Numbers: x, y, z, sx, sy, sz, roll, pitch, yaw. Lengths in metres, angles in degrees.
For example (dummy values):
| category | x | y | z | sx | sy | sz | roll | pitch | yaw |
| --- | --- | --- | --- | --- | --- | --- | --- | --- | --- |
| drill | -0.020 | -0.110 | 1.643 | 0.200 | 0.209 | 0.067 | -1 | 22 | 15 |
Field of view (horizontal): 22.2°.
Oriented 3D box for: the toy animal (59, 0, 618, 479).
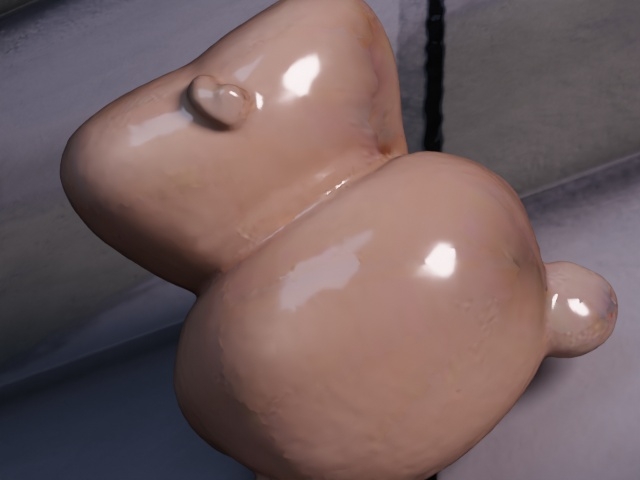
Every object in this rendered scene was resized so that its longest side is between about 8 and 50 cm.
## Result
| category | x | y | z | sx | sy | sz | roll | pitch | yaw |
| --- | --- | --- | --- | --- | --- | --- | --- | --- | --- |
| toy animal | -0.002 | -0.004 | 0.796 | 0.210 | 0.221 | 0.229 | -33 | 33 | -1 |
